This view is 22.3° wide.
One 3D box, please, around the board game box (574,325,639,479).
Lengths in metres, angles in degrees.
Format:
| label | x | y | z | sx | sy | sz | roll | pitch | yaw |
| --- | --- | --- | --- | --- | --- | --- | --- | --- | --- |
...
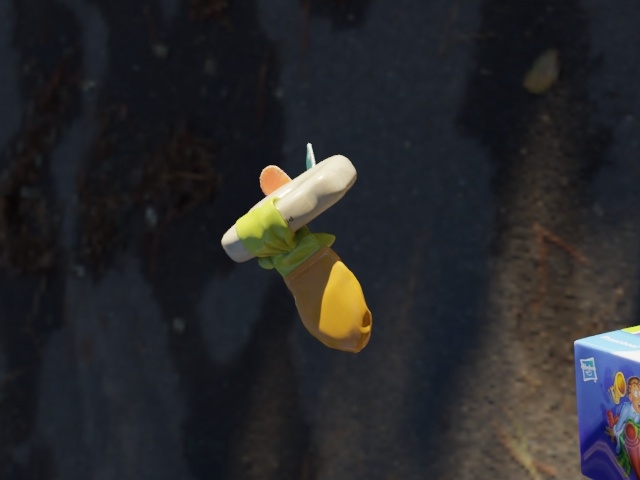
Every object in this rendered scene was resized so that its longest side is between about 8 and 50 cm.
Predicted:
| label | x | y | z | sx | sy | sz | roll | pitch | yaw |
| --- | --- | --- | --- | --- | --- | --- | --- | --- | --- |
| board game box | 0.316 | 0.093 | 0.758 | 0.347 | 0.233 | 0.078 | 15 | 112 | 62 |

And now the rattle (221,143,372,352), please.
| label | x | y | z | sx | sy | sz | roll | pitch | yaw |
| --- | --- | --- | --- | --- | --- | --- | --- | --- | --- |
| rattle | 0.000 | 0.000 | 1.359 | 0.130 | 0.142 | 0.199 | -52 | 5 | -1 |
